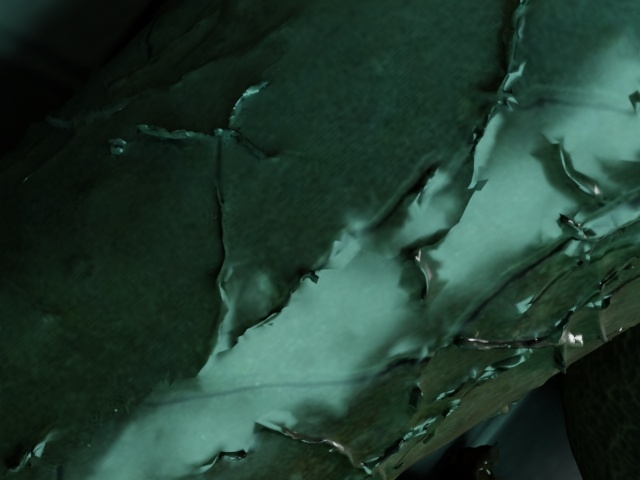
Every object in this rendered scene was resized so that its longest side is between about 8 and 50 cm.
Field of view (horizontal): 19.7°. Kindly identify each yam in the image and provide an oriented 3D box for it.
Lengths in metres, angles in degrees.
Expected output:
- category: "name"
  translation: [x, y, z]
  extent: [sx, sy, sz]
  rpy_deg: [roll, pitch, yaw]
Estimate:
- category: "yam"
  translation: [0.000, 0.000, 0.735]
  extent: [0.348, 0.241, 0.241]
  rpy_deg: [-36, 139, 1]

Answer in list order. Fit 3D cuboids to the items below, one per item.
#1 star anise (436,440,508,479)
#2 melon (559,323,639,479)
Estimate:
- category: "star anise"
  translation: [0.101, 0.187, 1.083]
  extent: [0.190, 0.070, 0.097]
  rpy_deg: [36, 62, -34]
- category: "melon"
  translation: [0.261, 0.087, 0.996]
  extent: [0.237, 0.237, 0.301]
  rpy_deg: [-49, 143, 9]
